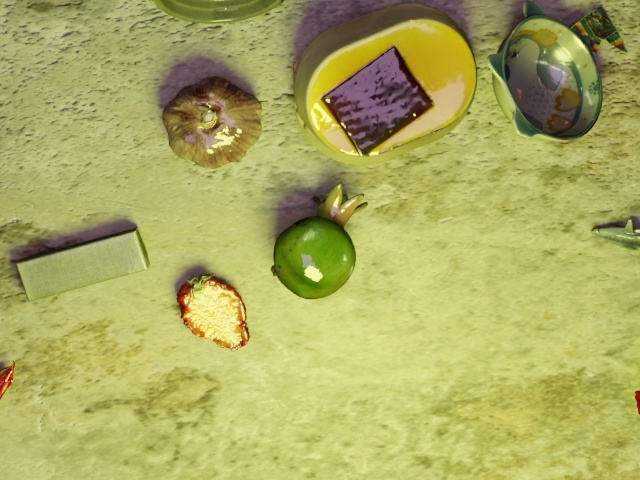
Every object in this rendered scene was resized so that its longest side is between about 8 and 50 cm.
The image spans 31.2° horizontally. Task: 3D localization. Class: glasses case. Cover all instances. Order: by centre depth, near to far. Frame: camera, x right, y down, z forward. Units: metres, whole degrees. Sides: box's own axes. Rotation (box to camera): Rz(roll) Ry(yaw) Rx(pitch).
[{"bbox_3d":[-0.387,0.038,1.876,0.205,0.047,0.070,-16,101,2],"label":"glasses case"}]

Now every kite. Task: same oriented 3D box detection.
[{"bbox_3d":[0.448,-0.335,1.833,0.122,0.004,0.090,20,72,-22],"label":"kite"}]

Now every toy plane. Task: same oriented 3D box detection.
[{"bbox_3d":[0.572,0.003,1.839,0.267,0.088,0.212,17,53,11],"label":"toy plane"}]

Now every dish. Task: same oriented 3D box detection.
[{"bbox_3d":[0.334,-0.254,1.803,0.236,0.086,0.227,-28,93,-34],"label":"dish"}]

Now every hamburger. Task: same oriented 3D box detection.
[{"bbox_3d":[0.102,-0.243,1.793,0.295,0.151,0.227,-21,103,-2],"label":"hamburger"}]

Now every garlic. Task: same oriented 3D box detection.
[{"bbox_3d":[-0.173,-0.187,1.820,0.159,0.102,0.147,1,98,1],"label":"garlic"}]

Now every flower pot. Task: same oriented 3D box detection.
[{"bbox_3d":[-0.156,-0.440,1.748,0.236,0.235,0.140,-7,76,1],"label":"flower pot"}]

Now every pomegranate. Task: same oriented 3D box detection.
[{"bbox_3d":[0.000,0.000,1.824,0.131,0.152,0.191,24,83,-4],"label":"pomegranate"}]

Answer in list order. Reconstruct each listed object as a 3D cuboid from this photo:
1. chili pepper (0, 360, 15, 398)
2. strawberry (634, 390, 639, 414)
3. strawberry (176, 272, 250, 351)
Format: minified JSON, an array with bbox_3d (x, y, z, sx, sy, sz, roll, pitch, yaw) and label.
[{"bbox_3d":[-0.598,0.297,1.912,0.268,0.059,0.050,-42,133,2],"label":"chili pepper"},{"bbox_3d":[0.637,0.247,1.801,0.274,0.220,0.274,-3,132,-3],"label":"strawberry"},{"bbox_3d":[-0.176,0.117,1.888,0.104,0.048,0.152,-32,110,-3],"label":"strawberry"}]
